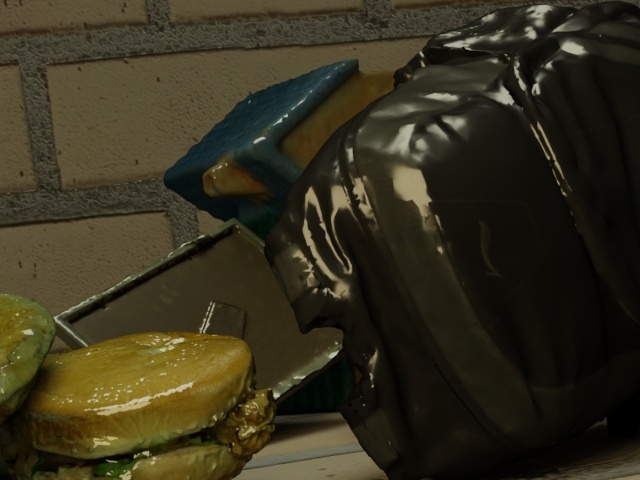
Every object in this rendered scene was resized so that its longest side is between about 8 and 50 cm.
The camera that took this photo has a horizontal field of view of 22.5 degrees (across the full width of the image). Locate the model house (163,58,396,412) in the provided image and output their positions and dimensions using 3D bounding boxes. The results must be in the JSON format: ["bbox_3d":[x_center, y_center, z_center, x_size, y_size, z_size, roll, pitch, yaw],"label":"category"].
[{"bbox_3d":[0.000,0.000,1.892,0.343,0.382,0.334,-5,-2,-26],"label":"model house"}]

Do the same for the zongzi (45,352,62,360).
[{"bbox_3d":[-0.417,0.194,1.807,0.256,0.115,0.228,-18,-9,26],"label":"zongzi"}]

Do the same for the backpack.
[{"bbox_3d":[0.146,0.005,1.255,0.255,0.363,0.446,-29,-4,40],"label":"backpack"}]

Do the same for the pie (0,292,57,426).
[{"bbox_3d":[-0.335,0.130,1.211,0.323,0.070,0.323,-19,24,9],"label":"pie"}]

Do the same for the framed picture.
[{"bbox_3d":[-0.101,0.087,1.599,0.281,0.209,0.019,-30,-28,-45],"label":"framed picture"}]

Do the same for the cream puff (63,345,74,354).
[{"bbox_3d":[-0.183,0.150,1.597,0.116,0.146,0.146,14,11,30],"label":"cream puff"}]

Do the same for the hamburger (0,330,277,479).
[{"bbox_3d":[-0.138,0.146,1.231,0.215,0.122,0.189,-2,10,38],"label":"hamburger"}]

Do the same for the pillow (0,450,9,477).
[{"bbox_3d":[-0.395,0.175,1.438,0.322,0.119,0.255,-10,-2,-23],"label":"pillow"}]
